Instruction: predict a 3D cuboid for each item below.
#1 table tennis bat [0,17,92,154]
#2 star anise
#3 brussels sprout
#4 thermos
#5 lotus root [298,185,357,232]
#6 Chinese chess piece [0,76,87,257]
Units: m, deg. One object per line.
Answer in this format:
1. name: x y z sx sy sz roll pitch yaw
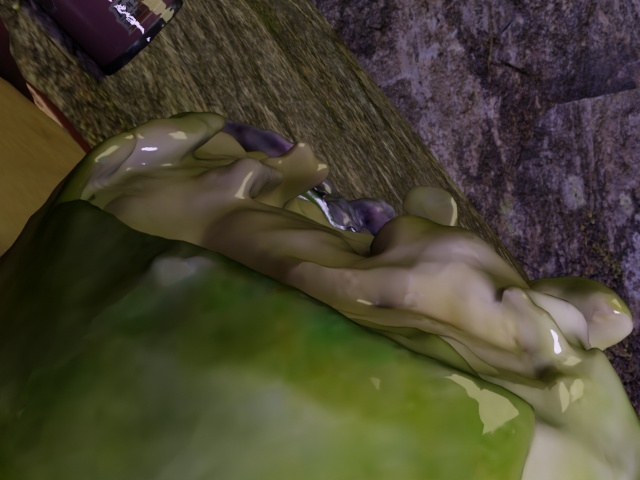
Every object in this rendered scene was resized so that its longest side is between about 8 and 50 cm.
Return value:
1. table tennis bat: -0.268 -0.160 0.950 0.415 0.051 0.268 53 -15 -20
2. star anise: 0.000 0.000 1.265 0.316 0.139 0.359 54 1 -1
3. brussels sprout: -0.045 0.101 0.576 0.276 0.315 0.371 27 16 -20
4. thermos: -0.290 -0.324 1.369 0.330 0.109 0.136 45 14 -17
5. lotus root: -0.069 0.035 1.033 0.186 0.186 0.186 46 13 -14
6. Chinese chess piece: -0.203 -0.008 0.796 0.251 0.097 0.251 45 13 -14
